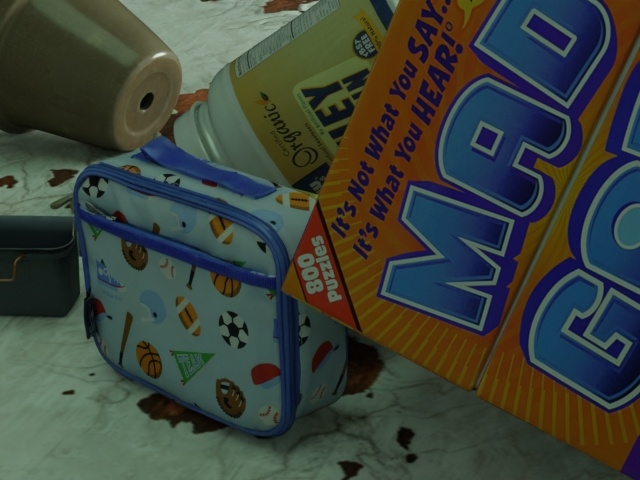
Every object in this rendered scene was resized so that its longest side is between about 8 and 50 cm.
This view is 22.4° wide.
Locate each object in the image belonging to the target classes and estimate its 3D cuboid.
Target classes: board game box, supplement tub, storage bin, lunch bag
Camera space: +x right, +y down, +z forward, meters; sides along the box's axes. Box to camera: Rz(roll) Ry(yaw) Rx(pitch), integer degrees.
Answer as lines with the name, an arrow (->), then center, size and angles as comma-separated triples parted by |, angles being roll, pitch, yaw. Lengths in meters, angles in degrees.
board game box -> 0.244, -0.064, 1.352 | 0.356, 0.356, 0.356 | 27, 18, 14
supplement tub -> 0.020, -0.140, 1.778 | 0.316, 0.228, 0.228 | -34, 21, 14
storage bin -> -0.321, 0.033, 1.736 | 0.135, 0.091, 0.098 | 0, 25, 9
lunch bag -> -0.112, 0.036, 1.522 | 0.303, 0.243, 0.115 | 19, 33, 38

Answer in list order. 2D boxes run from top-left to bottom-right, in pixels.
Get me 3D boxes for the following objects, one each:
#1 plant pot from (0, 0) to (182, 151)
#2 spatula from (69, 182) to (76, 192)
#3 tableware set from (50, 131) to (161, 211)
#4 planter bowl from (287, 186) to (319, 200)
plant pot -> -0.318, -0.232, 2.161 | 0.229, 0.263, 0.263 | 30, 38, 23
spatula -> -0.159, -0.032, 1.909 | 0.242, 0.019, 0.168 | -7, 36, -20
tableware set -> -0.235, -0.081, 2.027 | 0.128, 0.039, 0.194 | 13, 30, 31
planter bowl -> 0.000, 0.000, 1.649 | 0.217, 0.090, 0.217 | 15, 0, 0
